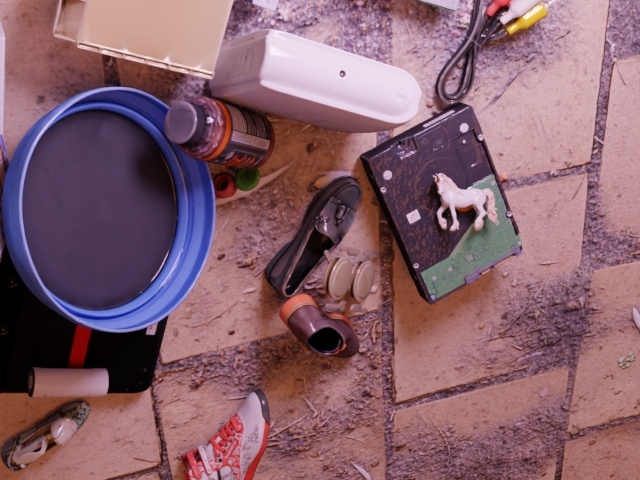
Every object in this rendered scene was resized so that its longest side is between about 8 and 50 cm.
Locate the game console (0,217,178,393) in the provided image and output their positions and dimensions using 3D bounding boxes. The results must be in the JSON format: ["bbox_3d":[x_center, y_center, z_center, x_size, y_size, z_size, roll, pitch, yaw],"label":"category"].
[{"bbox_3d":[-0.437,0.110,1.601,0.342,0.060,0.387,5,114,-31],"label":"game console"}]

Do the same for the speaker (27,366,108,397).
[{"bbox_3d":[-0.455,0.257,1.600,0.136,0.055,0.055,6,113,-30],"label":"speaker"}]

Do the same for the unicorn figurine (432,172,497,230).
[{"bbox_3d":[0.265,-0.074,1.696,0.161,0.060,0.111,-3,98,-31],"label":"unicorn figurine"}]

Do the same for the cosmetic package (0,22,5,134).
[{"bbox_3d":[-0.564,-0.252,1.301,0.183,0.151,0.151,0,116,-23],"label":"cosmetic package"}]

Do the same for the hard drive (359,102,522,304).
[{"bbox_3d":[0.246,-0.071,1.750,0.236,0.064,0.339,-29,111,-7],"label":"hard drive"}]

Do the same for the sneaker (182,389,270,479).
[{"bbox_3d":[-0.201,0.432,1.831,0.145,0.090,0.270,4,116,-27],"label":"sneaker"}]

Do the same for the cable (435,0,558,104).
[{"bbox_3d":[0.306,-0.387,1.644,0.139,0.072,0.287,37,98,-27],"label":"cable"}]

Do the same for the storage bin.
[{"bbox_3d":[-0.262,-0.412,1.366,0.260,0.123,0.262,9,111,-25],"label":"storage bin"}]

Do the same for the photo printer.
[{"bbox_3d":[-0.003,-0.255,1.478,0.307,0.256,0.107,11,89,-28],"label":"photo printer"}]

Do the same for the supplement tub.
[{"bbox_3d":[-0.171,-0.181,1.485,0.198,0.106,0.106,7,115,-56],"label":"supplement tub"}]

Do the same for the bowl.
[{"bbox_3d":[-0.335,-0.049,1.429,0.391,0.077,0.391,-2,93,-52],"label":"bowl"}]

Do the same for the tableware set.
[{"bbox_3d":[0.052,0.074,1.743,0.194,0.039,0.128,12,92,-62],"label":"tableware set"}]

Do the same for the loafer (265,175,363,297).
[{"bbox_3d":[0.000,0.000,1.701,0.096,0.084,0.267,32,100,-30],"label":"loafer"}]

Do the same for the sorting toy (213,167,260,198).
[{"bbox_3d":[-0.147,-0.107,1.604,0.102,0.061,0.042,-12,159,22],"label":"sorting toy"}]

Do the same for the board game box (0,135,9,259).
[{"bbox_3d":[-0.590,-0.044,1.291,0.232,0.291,0.141,-7,118,-8],"label":"board game box"}]

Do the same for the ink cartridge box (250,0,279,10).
[{"bbox_3d":[-0.071,-0.484,1.423,0.046,0.097,0.207,12,109,-27],"label":"ink cartridge box"}]

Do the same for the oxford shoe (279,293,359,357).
[{"bbox_3d":[0.014,0.200,1.769,0.097,0.098,0.271,-44,144,8],"label":"oxford shoe"}]

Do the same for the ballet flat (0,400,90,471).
[{"bbox_3d":[-0.520,0.379,1.688,0.188,0.070,0.070,-34,123,-4],"label":"ballet flat"}]

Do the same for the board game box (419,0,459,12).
[{"bbox_3d":[0.127,-0.546,1.493,0.316,0.064,0.242,9,111,-26],"label":"board game box"}]
